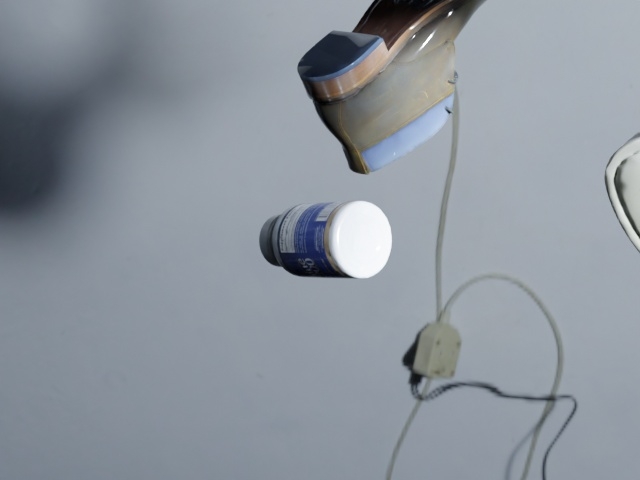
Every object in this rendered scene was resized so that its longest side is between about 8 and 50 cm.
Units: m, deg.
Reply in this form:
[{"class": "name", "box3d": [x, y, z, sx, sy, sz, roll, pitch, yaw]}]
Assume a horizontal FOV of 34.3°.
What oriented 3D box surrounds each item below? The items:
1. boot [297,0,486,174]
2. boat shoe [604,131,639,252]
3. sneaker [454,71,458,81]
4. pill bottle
[{"class": "boot", "box3d": [0.080, -0.150, 0.860, 0.082, 0.219, 0.106, 28, 148, 48]}, {"class": "boat shoe", "box3d": [0.389, 0.007, 0.915, 0.324, 0.096, 0.116, 38, 139, -4]}, {"class": "sneaker", "box3d": [0.095, -0.143, 1.107, 0.051, 0.170, 0.089, 46, 126, 5]}, {"class": "pill bottle", "box3d": [0.000, 0.000, 0.914, 0.120, 0.067, 0.067, -1, 119, 51]}]
